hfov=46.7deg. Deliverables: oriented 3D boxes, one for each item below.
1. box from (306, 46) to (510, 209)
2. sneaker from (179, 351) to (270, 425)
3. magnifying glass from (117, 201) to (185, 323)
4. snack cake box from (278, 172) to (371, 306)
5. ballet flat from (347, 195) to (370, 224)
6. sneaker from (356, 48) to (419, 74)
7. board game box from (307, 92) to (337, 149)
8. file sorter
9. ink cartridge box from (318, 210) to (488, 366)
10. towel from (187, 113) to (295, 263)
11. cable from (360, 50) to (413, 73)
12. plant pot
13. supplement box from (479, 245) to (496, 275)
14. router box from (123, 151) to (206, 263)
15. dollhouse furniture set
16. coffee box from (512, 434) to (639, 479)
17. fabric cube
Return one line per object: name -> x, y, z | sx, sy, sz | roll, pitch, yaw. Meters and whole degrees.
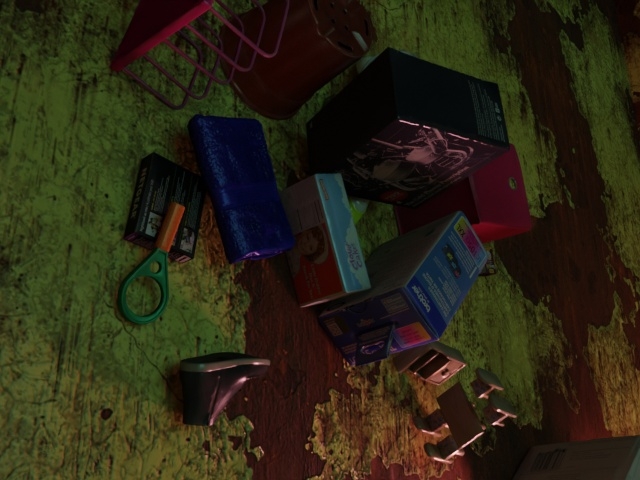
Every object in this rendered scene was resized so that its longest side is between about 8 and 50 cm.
box -> 0.186, -0.234, 1.678 | 0.312, 0.343, 0.179 | 10, 64, -29
sneaker -> -0.183, 0.276, 1.395 | 0.222, 0.083, 0.118 | 4, 90, -53
magnifying glass -> -0.299, 0.040, 1.347 | 0.092, 0.026, 0.231 | 28, 74, -35
snack cake box -> 0.000, 0.000, 1.627 | 0.089, 0.152, 0.264 | -7, 80, -47
ballet flat -> 0.101, -0.130, 1.842 | 0.077, 0.077, 0.231 | 42, 48, -28
sneaker -> 0.189, -0.479, 2.013 | 0.232, 0.115, 0.090 | -27, 94, -48
board game box -> 0.034, -0.272, 1.855 | 0.092, 0.043, 0.181 | 39, 49, -29
file sorter -> -0.229, -0.413, 1.455 | 0.182, 0.290, 0.202 | 37, 51, -35
ink cartridge box -> 0.179, 0.123, 1.677 | 0.151, 0.270, 0.395 | 56, 43, -9
towel -> -0.153, -0.112, 1.533 | 0.227, 0.076, 0.308 | -14, 85, -65
cable -> 0.187, -0.360, 1.926 | 0.257, 0.089, 0.257 | 0, 100, -50
plant pot -> -0.045, -0.450, 1.679 | 0.272, 0.265, 0.272 | 20, 61, -40
supplement box -> 0.480, 0.061, 2.189 | 0.055, 0.043, 0.083 | 6, 71, -47
router box -> -0.293, -0.063, 1.425 | 0.133, 0.046, 0.179 | 28, 56, -36
dollhouse furniture set -> 0.296, 0.365, 1.757 | 0.161, 0.212, 0.242 | 26, 30, -39
coffee box -> 0.703, 0.753, 1.920 | 0.338, 0.337, 0.334 | -36, 101, -48
fabric cube -> 0.371, -0.123, 1.988 | 0.258, 0.259, 0.254 | 4, 72, -45
